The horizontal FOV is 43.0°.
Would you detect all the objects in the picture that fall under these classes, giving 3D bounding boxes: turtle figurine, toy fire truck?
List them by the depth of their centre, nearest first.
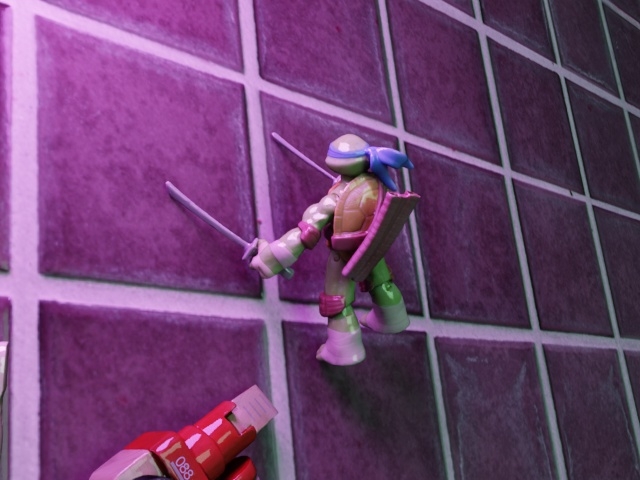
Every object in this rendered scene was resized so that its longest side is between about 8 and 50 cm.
[{"bbox_3d":[-0.083,0.251,0.790,0.246,0.158,0.217,-36,101,-37],"label":"toy fire truck"},{"bbox_3d":[0.000,0.000,0.998,0.198,0.274,0.266,-64,144,-66],"label":"turtle figurine"}]

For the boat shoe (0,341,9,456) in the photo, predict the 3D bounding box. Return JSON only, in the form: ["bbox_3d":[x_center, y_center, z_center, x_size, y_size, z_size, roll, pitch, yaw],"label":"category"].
[{"bbox_3d":[-0.285,0.150,0.678,0.042,0.049,0.133,2,78,-17],"label":"boat shoe"}]
